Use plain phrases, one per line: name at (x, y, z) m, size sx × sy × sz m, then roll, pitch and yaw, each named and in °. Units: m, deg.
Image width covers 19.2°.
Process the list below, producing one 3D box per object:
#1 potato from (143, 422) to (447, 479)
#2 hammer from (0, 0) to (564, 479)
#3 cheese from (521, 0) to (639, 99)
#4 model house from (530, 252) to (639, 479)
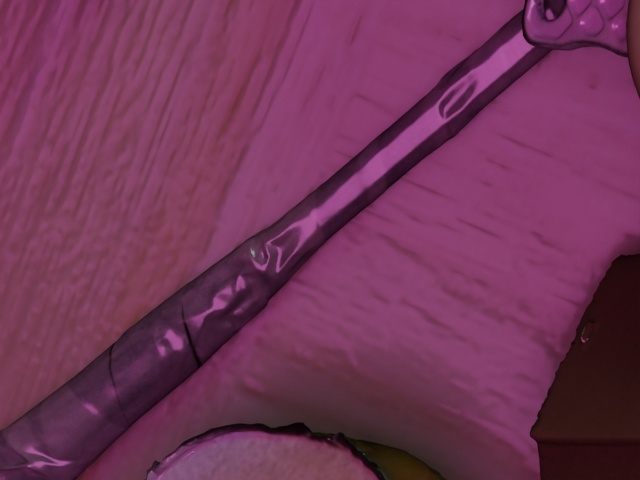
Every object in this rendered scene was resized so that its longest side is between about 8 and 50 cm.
potato at (-0.005, 0.247, 0.854) m, size 0.246 × 0.196 × 0.299 m, roll -6°, pitch 69°, yaw 26°
hammer at (0.000, 0.000, 0.881) m, size 0.427 × 0.044 × 0.152 m, roll -42°, pitch 89°, yaw 13°
cheese at (0.155, -0.088, 0.731) m, size 0.227 × 0.064 × 0.137 m, roll 14°, pitch 97°, yaw 53°
model house at (0.203, 0.019, 0.793) m, size 0.176 × 0.181 × 0.248 m, roll -3°, pitch 88°, yaw -34°
